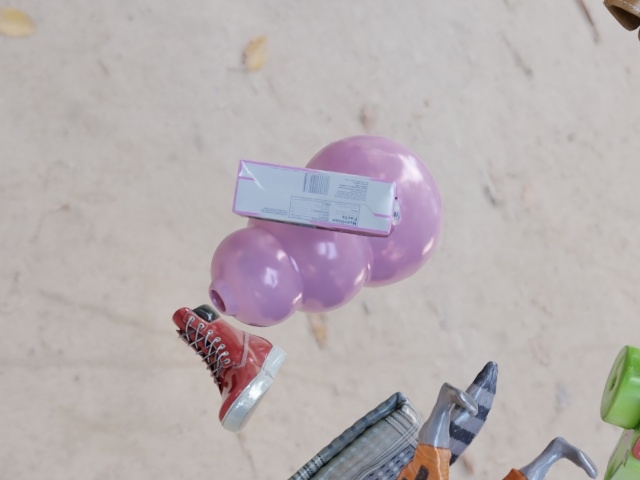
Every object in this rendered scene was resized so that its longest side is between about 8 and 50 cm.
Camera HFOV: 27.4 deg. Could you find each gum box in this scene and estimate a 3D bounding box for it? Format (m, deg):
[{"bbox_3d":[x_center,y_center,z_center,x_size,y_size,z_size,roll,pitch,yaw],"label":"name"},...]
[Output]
[{"bbox_3d":[0.000,-0.045,1.499,0.107,0.188,0.062,45,54,-87],"label":"gum box"}]

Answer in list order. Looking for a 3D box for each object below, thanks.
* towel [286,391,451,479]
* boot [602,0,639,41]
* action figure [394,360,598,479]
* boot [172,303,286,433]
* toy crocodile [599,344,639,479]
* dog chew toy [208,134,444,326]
[{"bbox_3d":[0.019,0.350,1.619,0.056,0.324,0.312,47,-8,30],"label":"towel"},{"bbox_3d":[0.394,-0.236,1.177,0.283,0.109,0.220,29,88,-31],"label":"boot"},{"bbox_3d":[0.132,0.305,1.392,0.341,0.330,0.178,22,28,-43],"label":"action figure"},{"bbox_3d":[-0.154,0.176,1.899,0.176,0.088,0.244,34,17,-3],"label":"boot"},{"bbox_3d":[0.296,0.095,0.979,0.115,0.341,0.105,22,40,2],"label":"toy crocodile"},{"bbox_3d":[0.000,0.000,1.700,0.331,0.206,0.207,-32,97,-26],"label":"dog chew toy"}]
